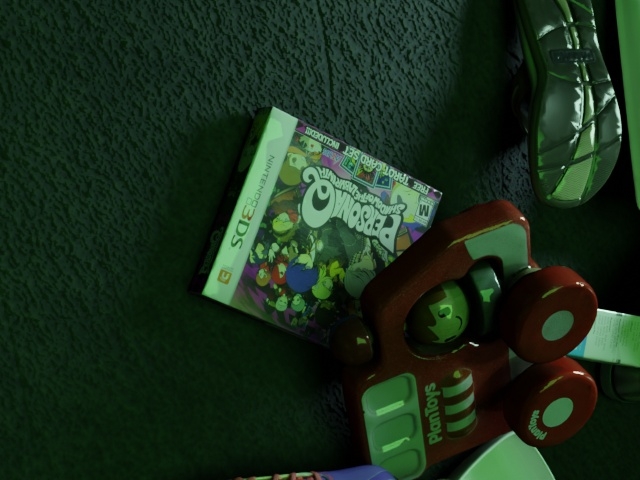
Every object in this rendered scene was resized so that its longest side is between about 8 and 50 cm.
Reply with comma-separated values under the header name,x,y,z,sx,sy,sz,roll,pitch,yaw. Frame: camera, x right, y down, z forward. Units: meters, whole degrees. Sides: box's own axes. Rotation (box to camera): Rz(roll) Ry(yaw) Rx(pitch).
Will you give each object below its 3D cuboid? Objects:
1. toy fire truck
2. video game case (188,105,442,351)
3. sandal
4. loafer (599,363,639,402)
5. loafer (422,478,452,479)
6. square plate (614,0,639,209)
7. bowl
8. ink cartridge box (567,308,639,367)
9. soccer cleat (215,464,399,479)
name,x,y,z,sx,sy,sz,roll,pitch,yaw
toy fire truck,0.137,0.114,1.306,0.253,0.169,0.302,-22,129,-15
video game case,0.000,0.000,1.330,0.232,0.042,0.210,25,80,-27
sandal,0.274,-0.180,1.465,0.120,0.086,0.303,3,74,-23
loafer,0.474,0.157,1.568,0.267,0.084,0.096,-10,94,-29
loafer,0.105,0.372,1.360,0.102,0.092,0.269,-30,124,-56
square plate,0.521,-0.181,1.567,0.344,0.049,0.347,8,71,-28
bowl,0.200,0.300,1.435,0.142,0.053,0.142,-38,107,-23
ink cartridge box,0.320,0.111,1.472,0.180,0.104,0.060,11,85,-28
soccer cleat,-0.066,0.279,1.245,0.318,0.108,0.116,-21,102,-18
